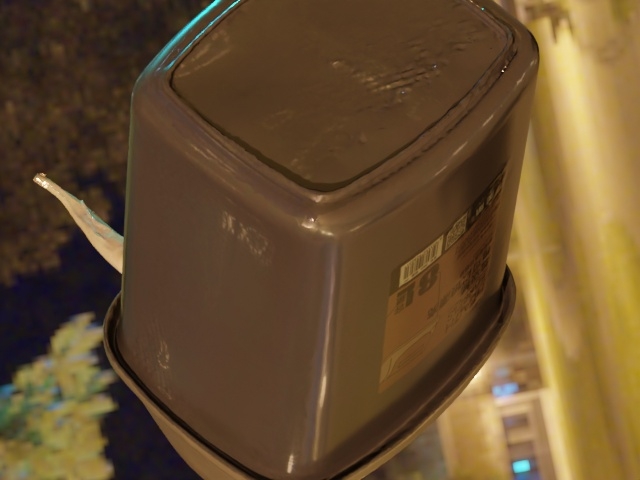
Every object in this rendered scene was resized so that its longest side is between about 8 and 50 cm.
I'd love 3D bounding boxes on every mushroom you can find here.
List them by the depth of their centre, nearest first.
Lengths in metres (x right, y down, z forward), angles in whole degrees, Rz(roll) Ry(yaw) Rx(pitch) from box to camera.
[{"bbox_3d":[-0.092,0.030,1.366,0.068,0.306,0.043,-42,-23,-85],"label":"mushroom"}]

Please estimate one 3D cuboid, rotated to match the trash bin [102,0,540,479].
[{"bbox_3d":[0.000,0.000,0.937,0.182,0.209,0.290,38,150,21],"label":"trash bin"}]
